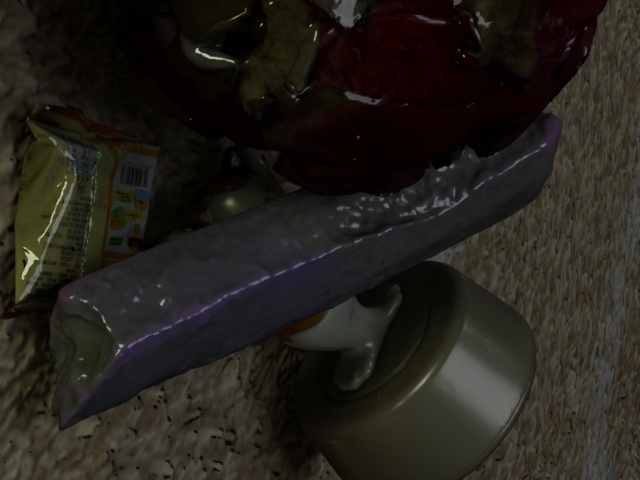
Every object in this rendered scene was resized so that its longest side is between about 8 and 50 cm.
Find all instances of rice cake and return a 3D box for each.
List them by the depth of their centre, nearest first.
[{"bbox_3d":[0.000,0.000,0.926,0.399,0.064,0.070,-24,150,-34],"label":"rice cake"}]

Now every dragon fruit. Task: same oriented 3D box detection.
[{"bbox_3d":[0.022,-0.189,0.875,0.329,0.329,0.329,1,89,-60],"label":"dragon fruit"}]

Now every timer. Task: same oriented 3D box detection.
[{"bbox_3d":[0.002,0.038,1.028,0.266,0.175,0.175,44,50,-28],"label":"timer"}]

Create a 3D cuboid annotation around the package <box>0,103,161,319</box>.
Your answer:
[{"bbox_3d":[-0.136,-0.012,0.869,0.108,0.031,0.120,8,90,-59],"label":"package"}]
